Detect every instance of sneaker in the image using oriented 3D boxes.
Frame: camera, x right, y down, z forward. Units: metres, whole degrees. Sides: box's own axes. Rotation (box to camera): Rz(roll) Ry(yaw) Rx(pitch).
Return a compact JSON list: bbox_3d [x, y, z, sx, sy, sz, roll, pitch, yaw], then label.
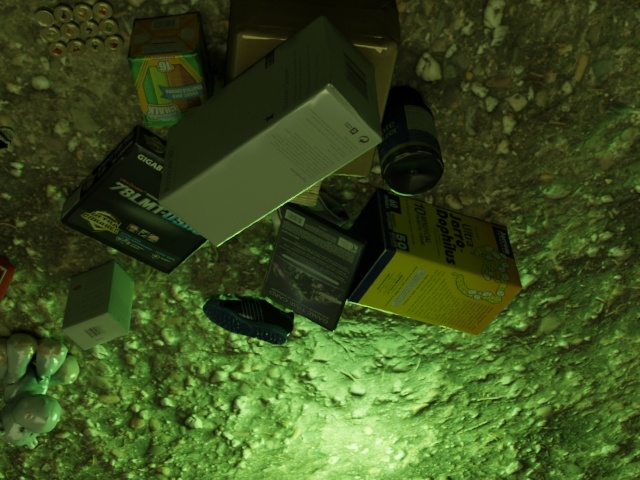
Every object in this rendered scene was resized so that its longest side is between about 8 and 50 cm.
[{"bbox_3d":[0.000,0.001,2.118,0.161,0.102,0.282,-16,136,8],"label":"sneaker"},{"bbox_3d":[-0.179,0.188,2.325,0.232,0.090,0.081,21,137,5],"label":"sneaker"},{"bbox_3d":[-0.686,-0.205,1.886,0.109,0.044,0.040,-9,139,8],"label":"sneaker"}]

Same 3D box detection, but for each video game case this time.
[{"bbox_3d":[-0.019,0.063,2.045,0.196,0.026,0.274,27,131,12],"label":"video game case"}]

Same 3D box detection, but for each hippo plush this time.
[{"bbox_3d":[-0.787,0.398,2.376,0.294,0.237,0.234,-24,134,20],"label":"hippo plush"}]

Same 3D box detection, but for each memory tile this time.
[{"bbox_3d":[-0.452,-0.396,1.723,0.148,0.012,0.113,-6,137,3],"label":"memory tile"}]

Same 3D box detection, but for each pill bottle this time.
[{"bbox_3d":[0.172,-0.204,1.824,0.122,0.219,0.123,-2,136,-2],"label":"pill bottle"}]

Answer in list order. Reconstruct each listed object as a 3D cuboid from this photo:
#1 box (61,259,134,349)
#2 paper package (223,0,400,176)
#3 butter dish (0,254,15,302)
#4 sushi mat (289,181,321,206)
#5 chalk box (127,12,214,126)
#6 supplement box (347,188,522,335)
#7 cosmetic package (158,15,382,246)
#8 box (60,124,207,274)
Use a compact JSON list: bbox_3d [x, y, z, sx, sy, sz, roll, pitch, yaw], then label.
[{"bbox_3d":[-0.527,0.154,2.185,0.130,0.171,0.091,-21,133,17],"label":"box"},{"bbox_3d":[-0.028,-0.300,1.746,0.309,0.168,0.325,4,137,-6],"label":"paper package"},{"bbox_3d":[-0.824,0.092,2.137,0.118,0.160,0.160,-9,143,40],"label":"butter dish"},{"bbox_3d":[-0.141,-0.170,1.931,0.316,0.019,0.152,10,106,-16],"label":"sushi mat"},{"bbox_3d":[-0.276,-0.303,1.747,0.132,0.132,0.213,-6,137,2],"label":"chalk box"},{"bbox_3d":[0.253,0.054,2.124,0.356,0.194,0.195,16,134,-20],"label":"supplement box"},{"bbox_3d":[-0.091,-0.184,1.593,0.385,0.217,0.156,-31,129,24],"label":"cosmetic package"},{"bbox_3d":[-0.369,-0.079,2.027,0.295,0.073,0.293,31,127,-32],"label":"box"}]
